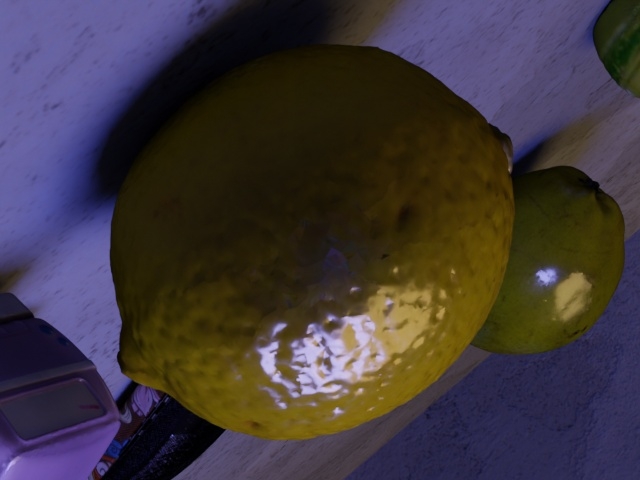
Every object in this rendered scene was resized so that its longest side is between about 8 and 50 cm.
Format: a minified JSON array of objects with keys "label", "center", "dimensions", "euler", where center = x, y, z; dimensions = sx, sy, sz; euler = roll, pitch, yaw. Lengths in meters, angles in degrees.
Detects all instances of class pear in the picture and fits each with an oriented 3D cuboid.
[{"label":"pear","center":[0.261,0.030,1.829],"dimensions":[0.212,0.212,0.269],"euler":[-21,150,-54]}]

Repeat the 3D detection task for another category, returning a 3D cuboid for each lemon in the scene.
[{"label":"lemon","center":[-0.007,0.000,0.968],"dimensions":[0.267,0.267,0.267],"euler":[-38,166,-11]}]

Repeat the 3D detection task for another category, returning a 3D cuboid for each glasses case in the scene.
[{"label":"glasses case","center":[-0.119,0.146,1.439],"dimensions":[0.122,0.082,0.321],"euler":[-23,156,-54]}]

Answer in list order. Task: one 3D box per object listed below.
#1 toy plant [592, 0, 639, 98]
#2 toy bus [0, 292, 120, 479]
[{"label":"toy plant","center":[0.437,-0.149,1.512],"dimensions":[0.224,0.316,0.184],"euler":[-29,163,-44]},{"label":"toy bus","center":[-0.244,0.149,0.971],"dimensions":[0.202,0.142,0.142],"euler":[-55,162,23]}]
